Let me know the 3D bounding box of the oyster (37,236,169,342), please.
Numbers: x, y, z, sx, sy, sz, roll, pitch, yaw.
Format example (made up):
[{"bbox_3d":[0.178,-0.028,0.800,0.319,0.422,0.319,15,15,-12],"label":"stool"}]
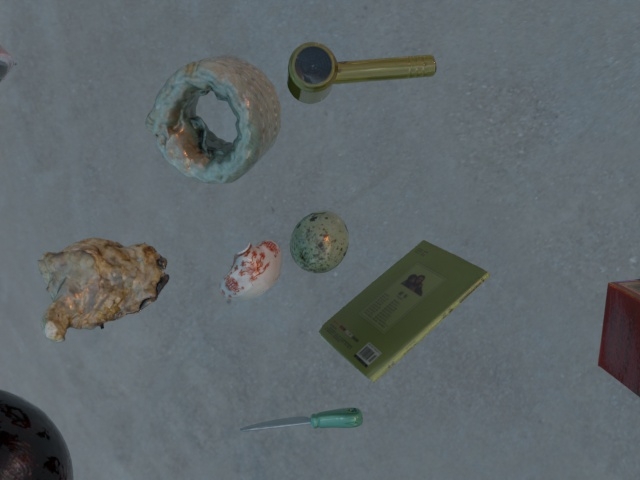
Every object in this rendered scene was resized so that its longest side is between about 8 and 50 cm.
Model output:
[{"bbox_3d":[-0.291,0.054,0.766,0.163,0.191,0.081,13,139,-1],"label":"oyster"}]

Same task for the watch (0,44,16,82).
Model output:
[{"bbox_3d":[-0.575,-0.275,0.864,0.196,0.244,0.231,50,142,-13],"label":"watch"}]

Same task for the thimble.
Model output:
[{"bbox_3d":[-0.253,-0.292,1.403,0.291,0.195,0.292,7,118,14],"label":"thimble"}]

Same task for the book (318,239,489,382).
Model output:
[{"bbox_3d":[0.181,0.149,1.316,0.035,0.352,0.239,57,168,-29],"label":"book"}]

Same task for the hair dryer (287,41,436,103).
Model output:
[{"bbox_3d":[0.077,-0.316,1.074,0.278,0.135,0.090,-6,93,-3],"label":"hair dryer"}]

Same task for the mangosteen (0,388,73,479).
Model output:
[{"bbox_3d":[-0.497,0.359,0.776,0.307,0.307,0.347,39,124,19],"label":"mangosteen"}]

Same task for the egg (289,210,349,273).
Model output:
[{"bbox_3d":[0.000,0.000,0.857,0.085,0.110,0.085,8,122,12],"label":"egg"}]

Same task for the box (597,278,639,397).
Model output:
[{"bbox_3d":[0.662,0.219,1.090,0.313,0.089,0.198,-120,28,-70],"label":"box"}]

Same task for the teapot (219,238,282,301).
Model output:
[{"bbox_3d":[-0.153,0.068,1.270,0.116,0.159,0.245,36,155,-11],"label":"teapot"}]

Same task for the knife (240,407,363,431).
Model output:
[{"bbox_3d":[-0.039,0.383,1.243,0.260,0.063,0.035,-4,94,2],"label":"knife"}]
